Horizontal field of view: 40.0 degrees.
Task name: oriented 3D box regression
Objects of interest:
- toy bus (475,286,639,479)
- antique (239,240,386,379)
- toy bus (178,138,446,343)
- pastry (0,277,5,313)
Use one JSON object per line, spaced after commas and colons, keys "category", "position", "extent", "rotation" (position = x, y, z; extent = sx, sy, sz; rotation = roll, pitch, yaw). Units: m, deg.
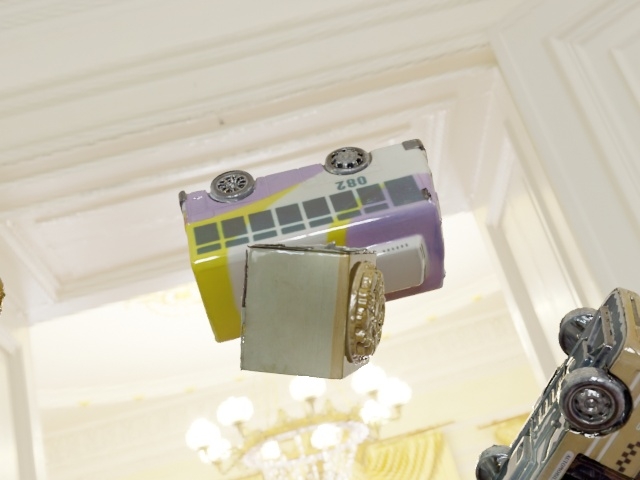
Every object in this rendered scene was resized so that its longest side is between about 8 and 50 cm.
{"category": "toy bus", "position": [0.235, 0.195, 0.745], "extent": [0.157, 0.139, 0.289], "rotation": [26, -68, 4]}
{"category": "antique", "position": [-0.004, 0.077, 1.033], "extent": [0.148, 0.152, 0.147], "rotation": [4, 2, 17]}
{"category": "toy bus", "position": [0.000, 0.000, 1.504], "extent": [0.440, 0.249, 0.209], "rotation": [-13, -51, -4]}
{"category": "pastry", "position": [-0.389, 0.074, 0.948], "extent": [0.097, 0.109, 0.057], "rotation": [-23, -37, 31]}
